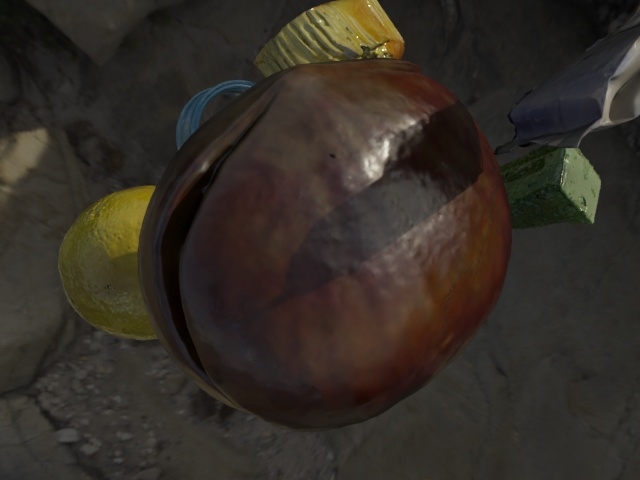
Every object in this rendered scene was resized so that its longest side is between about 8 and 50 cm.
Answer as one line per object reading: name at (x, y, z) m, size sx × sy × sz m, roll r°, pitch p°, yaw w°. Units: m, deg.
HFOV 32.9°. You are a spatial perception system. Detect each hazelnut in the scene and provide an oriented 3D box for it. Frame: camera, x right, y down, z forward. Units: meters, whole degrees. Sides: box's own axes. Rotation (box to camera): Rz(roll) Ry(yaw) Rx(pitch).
hazelnut at (0.000, 0.000, 1.225) m, size 0.429 × 0.402 × 0.402 m, roll -32°, pitch 83°, yaw -18°

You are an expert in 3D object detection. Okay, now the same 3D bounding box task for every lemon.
lemon at (-0.258, 0.033, 1.598) m, size 0.263 × 0.236 × 0.236 m, roll -36°, pitch 83°, yaw 21°

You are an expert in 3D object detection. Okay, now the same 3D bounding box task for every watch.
watch at (-0.131, -0.158, 1.758) m, size 0.193 × 0.211 × 0.211 m, roll 11°, pitch 84°, yaw -25°

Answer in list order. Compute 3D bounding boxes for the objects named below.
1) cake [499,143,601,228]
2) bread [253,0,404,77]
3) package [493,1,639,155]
cake at (0.299, -0.058, 1.597) m, size 0.099 × 0.235 × 0.100 m, roll 35°, pitch 56°, yaw -26°
bread at (0.023, -0.275, 1.625) m, size 0.179 × 0.250 × 0.133 m, roll -34°, pitch 90°, yaw 27°
package at (0.280, -0.165, 1.001) m, size 0.062 × 0.204 × 0.251 m, roll 44°, pitch 84°, yaw -9°
